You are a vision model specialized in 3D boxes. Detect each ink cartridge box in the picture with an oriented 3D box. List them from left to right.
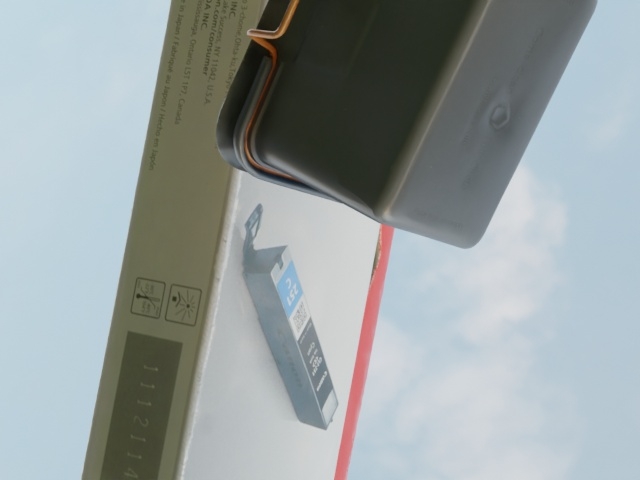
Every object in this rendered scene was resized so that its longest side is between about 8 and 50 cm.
[{"bbox_3d":[0.000,0.000,0.802,0.066,0.261,0.296,9,-92,32],"label":"ink cartridge box"}]

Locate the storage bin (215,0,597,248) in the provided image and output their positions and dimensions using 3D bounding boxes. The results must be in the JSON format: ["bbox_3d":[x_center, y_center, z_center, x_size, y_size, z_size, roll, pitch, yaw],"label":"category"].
[{"bbox_3d":[0.032,-0.067,0.551,0.091,0.098,0.135,36,-75,48],"label":"storage bin"}]
